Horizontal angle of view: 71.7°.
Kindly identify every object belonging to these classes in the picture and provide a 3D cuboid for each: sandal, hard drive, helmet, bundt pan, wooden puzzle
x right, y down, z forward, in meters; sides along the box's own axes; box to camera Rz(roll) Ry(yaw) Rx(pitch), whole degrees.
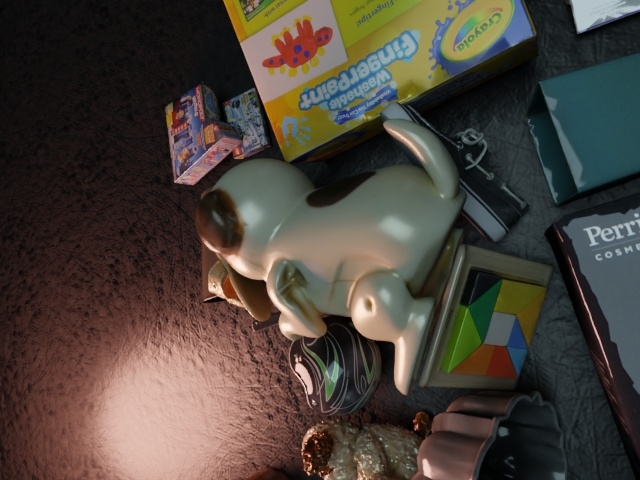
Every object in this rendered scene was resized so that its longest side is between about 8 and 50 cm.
[{"bbox_3d":[-0.177,0.065,0.827,0.079,0.088,0.240,-38,68,17],"label":"sandal"},{"bbox_3d":[-0.064,0.150,0.894,0.094,0.135,0.022,-23,79,24],"label":"hard drive"},{"bbox_3d":[0.036,0.237,0.831,0.169,0.169,0.162,-48,54,17],"label":"helmet"},{"bbox_3d":[0.245,0.380,0.660,0.124,0.330,0.331,-2,88,49],"label":"bundt pan"},{"bbox_3d":[0.270,0.130,0.688,0.044,0.238,0.221,24,101,58],"label":"wooden puzzle"}]

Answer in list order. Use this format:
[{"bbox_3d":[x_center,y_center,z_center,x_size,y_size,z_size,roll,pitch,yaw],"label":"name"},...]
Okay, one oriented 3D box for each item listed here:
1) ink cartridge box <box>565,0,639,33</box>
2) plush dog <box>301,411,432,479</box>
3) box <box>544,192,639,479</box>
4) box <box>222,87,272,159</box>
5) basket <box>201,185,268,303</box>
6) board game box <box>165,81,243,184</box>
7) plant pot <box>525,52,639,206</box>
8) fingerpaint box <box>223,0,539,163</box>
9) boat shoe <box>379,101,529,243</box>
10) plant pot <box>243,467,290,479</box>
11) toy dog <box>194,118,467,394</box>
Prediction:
[{"bbox_3d":[0.484,-0.459,0.683,0.206,0.045,0.209,-13,97,26],"label":"ink cartridge box"},{"bbox_3d":[0.074,0.393,0.801,0.225,0.262,0.211,8,59,16],"label":"plush dog"},{"bbox_3d":[0.587,0.129,0.500,0.479,0.297,0.472,-20,79,24],"label":"box"},{"bbox_3d":[-0.168,-0.265,1.011,0.093,0.027,0.137,-16,82,24],"label":"box"},{"bbox_3d":[-0.173,0.002,0.946,0.204,0.154,0.227,-15,79,17],"label":"basket"},{"bbox_3d":[-0.270,-0.250,1.024,0.194,0.060,0.194,-14,81,36],"label":"board game box"},{"bbox_3d":[0.452,-0.172,0.642,0.234,0.165,0.166,-18,82,18],"label":"plant pot"},{"bbox_3d":[0.084,-0.391,0.770,0.444,0.163,0.371,-22,90,30],"label":"fingerpaint box"},{"bbox_3d":[0.226,-0.126,0.716,0.306,0.113,0.105,42,100,-14],"label":"boat shoe"},{"bbox_3d":[-0.139,0.564,0.907,0.166,0.165,0.167,0,89,25],"label":"plant pot"},{"bbox_3d":[0.000,0.000,0.709,0.407,0.285,0.396,15,138,22],"label":"toy dog"}]
